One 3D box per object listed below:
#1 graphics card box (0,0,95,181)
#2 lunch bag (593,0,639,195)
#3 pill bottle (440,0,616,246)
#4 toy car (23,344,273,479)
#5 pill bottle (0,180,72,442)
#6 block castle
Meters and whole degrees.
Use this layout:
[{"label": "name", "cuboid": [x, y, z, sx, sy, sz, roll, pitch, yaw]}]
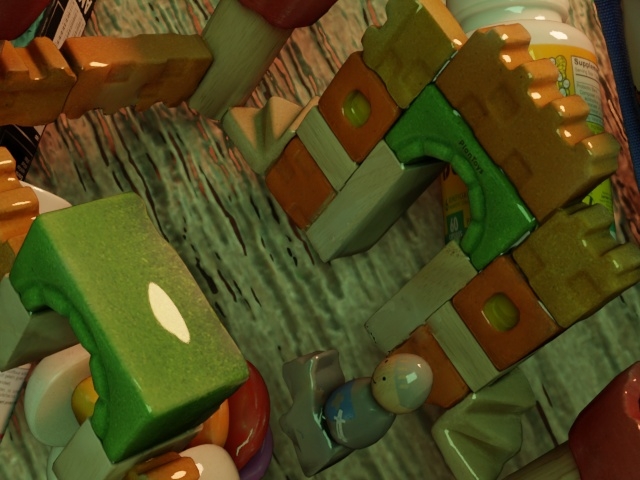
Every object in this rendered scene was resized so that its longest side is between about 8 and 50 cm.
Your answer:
[{"label": "graphics card box", "cuboid": [-0.331, -0.072, 0.599, 0.233, 0.094, 0.370, 17, 82, -1]}, {"label": "lunch bag", "cuboid": [0.391, -0.059, 0.555, 0.328, 0.239, 0.385, -30, 116, -7]}, {"label": "pill bottle", "cuboid": [0.141, -0.084, 0.613, 0.118, 0.117, 0.208, -2, 82, -3]}, {"label": "toy car", "cuboid": [-0.092, 0.136, 0.548, 0.136, 0.182, 0.159, -32, 53, -31]}, {"label": "pill bottle", "cuboid": [-0.211, 0.042, 0.521, 0.087, 0.087, 0.160, 18, 80, 0]}, {"label": "block castle", "cuboid": [0.000, 0.000, 0.445, 0.303, 0.213, 0.453, -17, 66, -45]}]
